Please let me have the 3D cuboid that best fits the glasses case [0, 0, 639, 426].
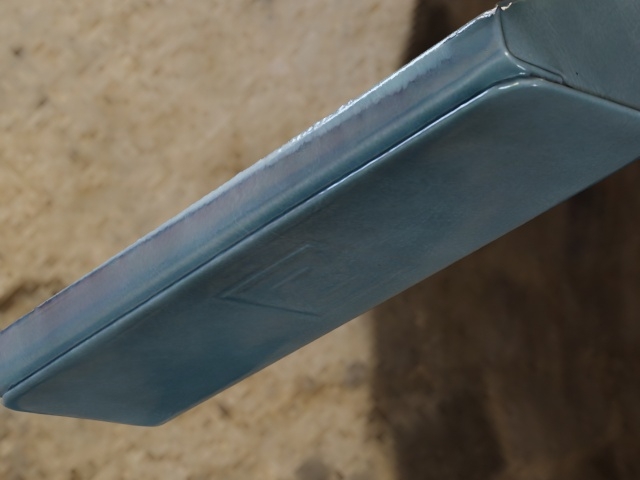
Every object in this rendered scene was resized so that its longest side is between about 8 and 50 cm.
[{"bbox_3d":[0.000,0.000,0.663,0.105,0.266,0.056,-21,-98,-50],"label":"glasses case"}]
